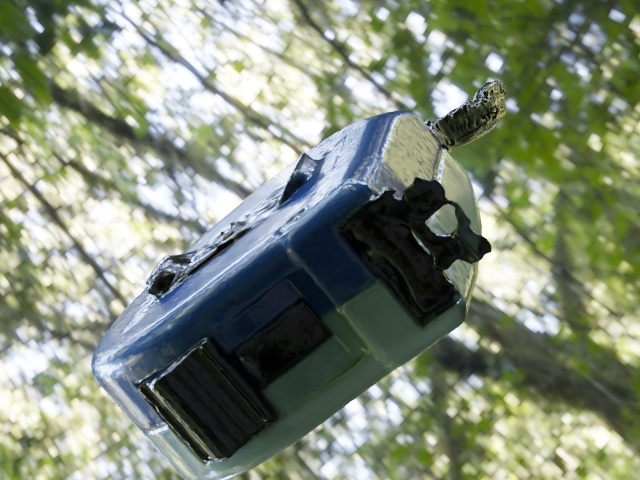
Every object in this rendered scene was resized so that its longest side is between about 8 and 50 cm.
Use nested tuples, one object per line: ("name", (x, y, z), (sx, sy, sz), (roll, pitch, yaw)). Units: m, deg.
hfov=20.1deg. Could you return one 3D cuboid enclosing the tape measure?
("tape measure", (0.000, 0.000, 0.957), (0.215, 0.351, 0.098), (-38, -83, 17))
